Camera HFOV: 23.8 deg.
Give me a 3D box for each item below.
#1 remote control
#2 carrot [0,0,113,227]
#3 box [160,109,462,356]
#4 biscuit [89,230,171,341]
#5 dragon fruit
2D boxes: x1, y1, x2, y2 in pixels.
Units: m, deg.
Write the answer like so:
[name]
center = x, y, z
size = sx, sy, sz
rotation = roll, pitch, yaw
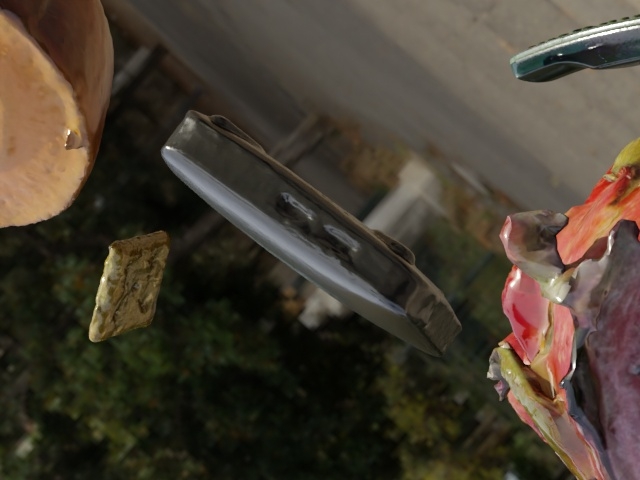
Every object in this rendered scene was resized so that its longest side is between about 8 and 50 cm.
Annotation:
[remote control]
center = 0.259, -0.172, 1.339
size = 0.072, 0.042, 0.222
rotation = -8, 180, -37
[carrot]
center = -0.270, -0.119, 1.069
size = 0.258, 0.100, 0.307
rotation = 23, 141, -3
[box]
center = 0.000, 0.000, 1.428
size = 0.289, 0.073, 0.290
rotation = 35, 177, 18
[biscuit]
center = -0.148, 0.035, 1.187
size = 0.018, 0.083, 0.081
rotation = 21, -166, 22
[dragon fruit]
center = 0.250, 0.045, 0.898
size = 0.314, 0.296, 0.263
rotation = 55, -179, -11
